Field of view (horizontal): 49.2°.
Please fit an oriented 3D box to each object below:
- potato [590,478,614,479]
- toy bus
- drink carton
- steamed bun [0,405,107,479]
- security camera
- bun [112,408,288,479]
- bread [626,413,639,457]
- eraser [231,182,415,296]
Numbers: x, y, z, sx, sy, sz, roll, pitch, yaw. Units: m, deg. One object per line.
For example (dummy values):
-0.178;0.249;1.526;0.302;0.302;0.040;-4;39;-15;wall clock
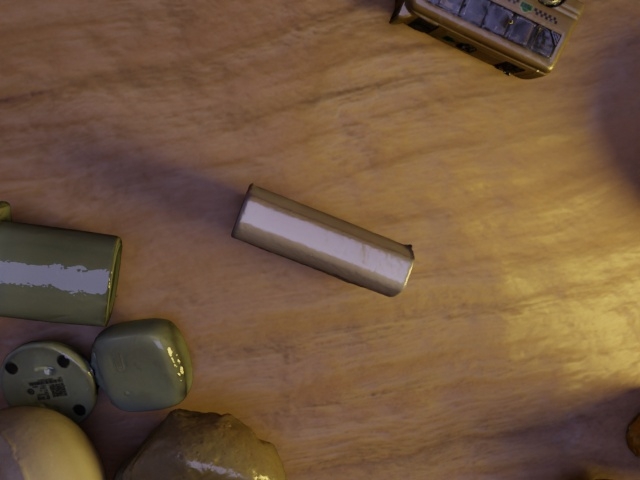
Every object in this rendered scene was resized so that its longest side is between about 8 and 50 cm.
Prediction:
0.474;0.537;1.169;0.229;0.229;0.266;7;88;-7;potato
0.257;-0.377;1.127;0.289;0.139;0.157;22;95;-11;toy bus
-0.404;0.047;1.047;0.189;0.185;0.191;8;90;-10;drink carton
-0.419;0.383;1.038;0.283;0.177;0.283;2;94;38;steamed bun
-0.356;0.210;1.113;0.301;0.080;0.157;-10;110;5;security camera
-0.183;0.379;1.080;0.281;0.205;0.282;-2;108;-7;bun
0.684;0.369;1.094;0.236;0.375;0.165;28;91;-4;bread
0.000;0.000;1.093;0.270;0.174;0.095;22;88;-7;eraser
